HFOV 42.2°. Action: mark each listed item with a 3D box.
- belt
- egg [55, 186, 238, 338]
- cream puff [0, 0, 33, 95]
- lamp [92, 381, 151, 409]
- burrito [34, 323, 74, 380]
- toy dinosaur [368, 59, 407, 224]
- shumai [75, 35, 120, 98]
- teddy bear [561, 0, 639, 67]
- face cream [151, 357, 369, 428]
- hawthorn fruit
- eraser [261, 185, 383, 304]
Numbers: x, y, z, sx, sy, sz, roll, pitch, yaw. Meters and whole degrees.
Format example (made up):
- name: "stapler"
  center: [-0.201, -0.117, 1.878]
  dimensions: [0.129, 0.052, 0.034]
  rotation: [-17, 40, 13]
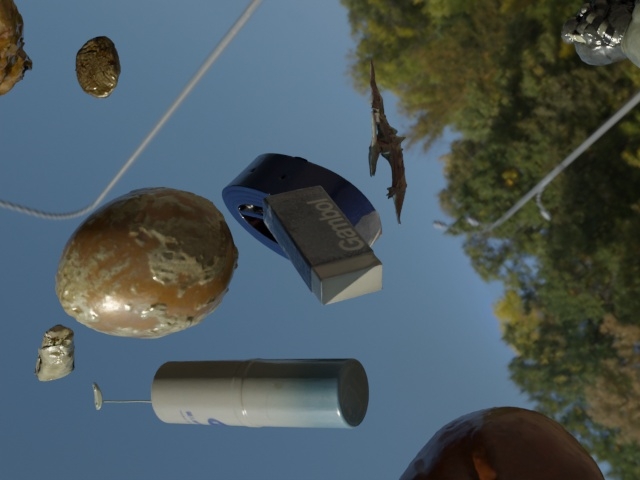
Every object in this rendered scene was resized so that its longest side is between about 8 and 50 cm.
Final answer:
- name: "belt"
  center: [-0.043, -0.052, 1.631]
  dimensions: [0.347, 0.117, 0.212]
  rotation: [20, 147, 42]
- name: "egg"
  center: [-0.228, 0.030, 1.099]
  dimensions: [0.245, 0.203, 0.203]
  rotation: [-20, -120, -22]
- name: "cream puff"
  center: [-0.253, -0.100, 0.379]
  dimensions: [0.183, 0.169, 0.183]
  rotation: [37, 158, 17]
- name: "lamp"
  center: [-0.388, 0.331, 1.784]
  dimensions: [0.198, 0.056, 0.050]
  rotation: [2, -178, -18]
- name: "burrito"
  center: [-0.382, 0.167, 1.201]
  dimensions: [0.055, 0.149, 0.041]
  rotation: [29, -130, -3]
- name: "toy dinosaur"
  center: [0.085, -0.125, 1.078]
  dimensions: [0.108, 0.032, 0.220]
  rotation: [-39, -61, -61]
- name: "shumai"
  center: [-0.496, -0.398, 1.902]
  dimensions: [0.139, 0.123, 0.105]
  rotation: [63, -155, -5]
- name: "teddy bear"
  center: [0.584, -0.381, 1.477]
  dimensions: [0.251, 0.171, 0.144]
  rotation: [24, 145, 47]
- name: "face cream"
  center: [-0.072, 0.172, 0.940]
  dimensions: [0.077, 0.250, 0.077]
  rotation: [18, -111, -58]
- name: "hawthorn fruit"
  center: [0.194, 0.308, 0.905]
  dimensions: [0.258, 0.258, 0.262]
  rotation: [41, 164, -8]
- name: "eraser"
  center: [0.000, 0.000, 1.102]
  dimensions: [0.092, 0.046, 0.212]
  rotation: [-14, -144, -19]
